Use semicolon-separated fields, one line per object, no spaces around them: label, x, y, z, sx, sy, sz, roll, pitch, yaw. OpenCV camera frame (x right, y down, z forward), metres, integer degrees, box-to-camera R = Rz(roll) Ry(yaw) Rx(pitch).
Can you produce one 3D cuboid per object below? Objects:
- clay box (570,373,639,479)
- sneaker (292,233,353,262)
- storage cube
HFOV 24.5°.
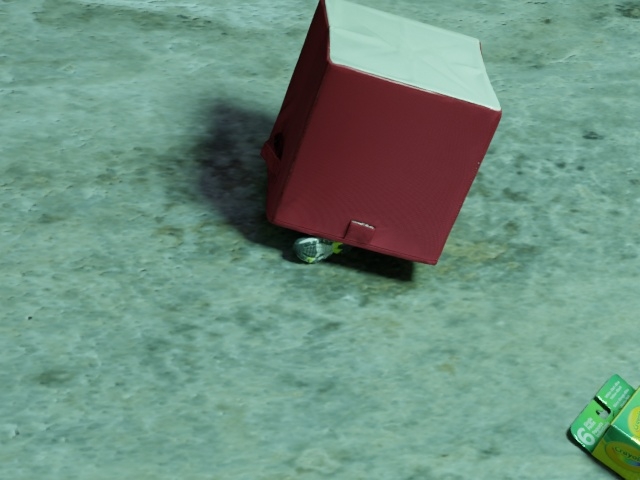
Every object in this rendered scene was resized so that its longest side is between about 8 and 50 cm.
clay box;0.369;0.213;1.465;0.222;0.053;0.127;36;41;13
sneaker;0.000;0.000;1.543;0.083;0.031;0.035;-8;40;-41
storage cube;0.059;-0.118;1.548;0.215;0.193;0.183;16;29;-11
